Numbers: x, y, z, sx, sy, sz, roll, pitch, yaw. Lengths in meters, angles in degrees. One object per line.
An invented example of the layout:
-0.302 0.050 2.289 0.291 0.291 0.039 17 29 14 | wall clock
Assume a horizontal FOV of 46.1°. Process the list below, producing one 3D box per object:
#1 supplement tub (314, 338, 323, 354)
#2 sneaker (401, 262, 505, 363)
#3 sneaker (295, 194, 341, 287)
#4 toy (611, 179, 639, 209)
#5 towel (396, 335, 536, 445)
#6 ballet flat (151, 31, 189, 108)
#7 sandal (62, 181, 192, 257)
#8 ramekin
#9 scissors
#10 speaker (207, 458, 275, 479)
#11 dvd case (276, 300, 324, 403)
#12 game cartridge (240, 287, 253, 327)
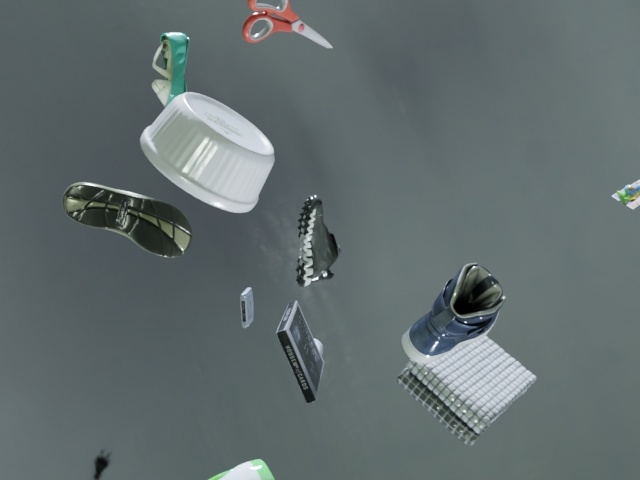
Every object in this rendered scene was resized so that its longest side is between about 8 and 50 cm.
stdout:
-0.034 0.338 2.195 0.071 0.071 0.107 61 19 -14 | supplement tub
0.239 0.091 1.142 0.226 0.163 0.086 -27 68 -43 | sneaker
0.000 0.000 1.834 0.078 0.106 0.234 -132 -137 -63 | sneaker
0.810 -0.169 1.785 0.056 0.237 0.137 52 10 -13 | toy
0.344 0.336 1.795 0.235 0.121 0.283 40 36 22 | towel
-0.372 -0.400 1.851 0.087 0.083 0.247 6 72 -26 | ballet flat
-0.431 -0.058 1.715 0.302 0.086 0.120 24 93 -19 | sandal
-0.215 -0.186 1.516 0.273 0.127 0.273 32 19 -13 | ramekin
-0.044 -0.422 1.444 0.021 0.109 0.297 36 27 28 | scissors
-0.225 0.550 1.483 0.296 0.131 0.131 -25 95 -19 | speaker
-0.044 0.254 1.759 0.239 0.029 0.179 -66 134 -78 | dvd case
-0.171 0.155 1.754 0.056 0.017 0.083 -45 136 -67 | game cartridge
